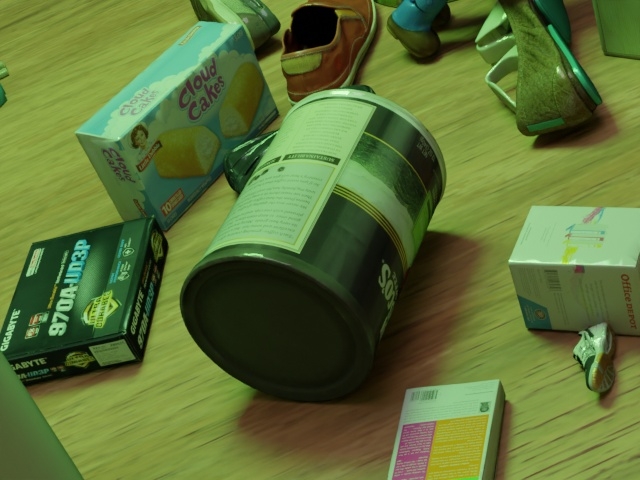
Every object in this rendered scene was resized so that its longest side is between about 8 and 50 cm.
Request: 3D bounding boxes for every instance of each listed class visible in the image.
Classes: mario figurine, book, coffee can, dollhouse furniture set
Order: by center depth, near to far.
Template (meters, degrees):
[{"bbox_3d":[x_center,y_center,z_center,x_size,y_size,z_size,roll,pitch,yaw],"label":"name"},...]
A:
[{"bbox_3d":[0.113,0.190,1.088,0.096,0.035,0.144,-8,38,24],"label":"book"},{"bbox_3d":[0.000,0.000,1.244,0.202,0.201,0.275,-1,41,27],"label":"coffee can"},{"bbox_3d":[0.448,-0.364,1.507,0.212,0.161,0.242,16,51,41],"label":"dollhouse furniture set"},{"bbox_3d":[0.223,-0.379,1.582,0.170,0.320,0.198,0,56,-30],"label":"mario figurine"}]

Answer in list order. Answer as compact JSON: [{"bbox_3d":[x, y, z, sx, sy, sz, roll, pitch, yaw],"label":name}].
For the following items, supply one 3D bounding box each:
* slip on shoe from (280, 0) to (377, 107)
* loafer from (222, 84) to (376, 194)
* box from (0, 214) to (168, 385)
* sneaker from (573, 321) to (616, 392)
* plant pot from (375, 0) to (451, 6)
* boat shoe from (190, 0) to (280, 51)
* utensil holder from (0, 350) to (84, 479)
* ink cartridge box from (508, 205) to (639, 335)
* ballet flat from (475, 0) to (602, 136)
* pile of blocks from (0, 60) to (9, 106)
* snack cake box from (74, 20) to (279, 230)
[{"bbox_3d":[0.008,-0.310,1.724,0.123,0.101,0.331,-10,36,20],"label":"slip on shoe"},{"bbox_3d":[-0.019,-0.124,1.527,0.223,0.076,0.078,-29,41,-1],"label":"loafer"},{"bbox_3d":[-0.286,0.071,1.433,0.175,0.051,0.220,-12,38,14],"label":"box"},{"bbox_3d":[0.255,0.114,1.118,0.037,0.032,0.083,-18,29,32],"label":"sneaker"},{"bbox_3d":[0.154,-0.549,1.786,0.275,0.293,0.274,-14,37,11],"label":"plant pot"},{"bbox_3d":[-0.146,-0.380,1.899,0.092,0.103,0.285,-24,39,-11],"label":"boat shoe"},{"bbox_3d":[-0.363,0.235,0.982,0.328,0.385,0.327,-15,36,11],"label":"utensil holder"},{"bbox_3d":[0.271,0.029,1.160,0.143,0.092,0.090,2,42,28],"label":"ink cartridge box"},{"bbox_3d":[0.265,-0.242,1.516,0.124,0.116,0.342,-30,37,21],"label":"ballet flat"},{"bbox_3d":[-0.617,-0.290,2.016,0.149,0.112,0.362,-30,37,-10],"label":"pile of blocks"},{"bbox_3d":[-0.185,-0.158,1.586,0.089,0.152,0.264,12,48,37],"label":"snack cake box"}]
